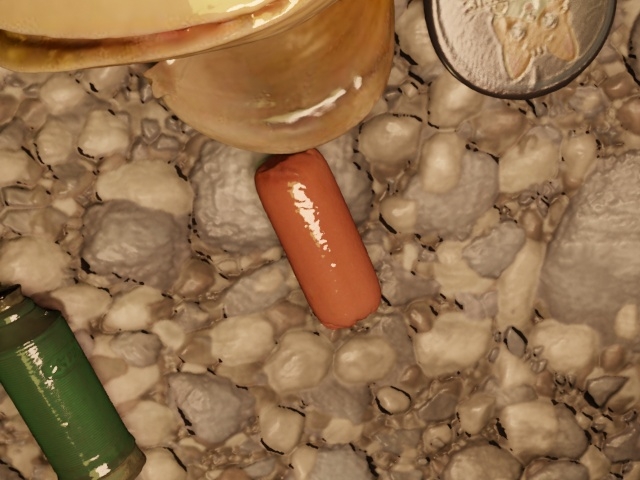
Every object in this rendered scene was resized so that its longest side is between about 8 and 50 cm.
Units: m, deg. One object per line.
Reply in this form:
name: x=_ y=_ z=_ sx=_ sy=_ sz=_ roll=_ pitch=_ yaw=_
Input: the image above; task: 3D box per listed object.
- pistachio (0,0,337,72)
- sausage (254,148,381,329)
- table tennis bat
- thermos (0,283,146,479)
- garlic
pistachio: x=-0.107 y=-0.207 z=0.709 sx=0.318 sy=0.213 sz=0.193 roll=-19 pitch=148 yaw=7
sausage: x=0.000 y=0.000 z=0.858 sx=0.062 sy=0.062 sz=0.154 roll=-23 pitch=109 yaw=4
table tennis bat: x=0.143 y=-0.220 z=0.814 sx=0.150 sy=0.027 sz=0.236 roll=-18 pitch=112 yaw=2
thermos: x=-0.219 y=0.122 z=0.885 sx=0.073 sy=0.083 sz=0.187 roll=-30 pitch=109 yaw=-17
garlic: x=-0.025 y=-0.117 z=0.808 sx=0.196 sy=0.087 sz=0.101 roll=-17 pitch=96 yaw=5
